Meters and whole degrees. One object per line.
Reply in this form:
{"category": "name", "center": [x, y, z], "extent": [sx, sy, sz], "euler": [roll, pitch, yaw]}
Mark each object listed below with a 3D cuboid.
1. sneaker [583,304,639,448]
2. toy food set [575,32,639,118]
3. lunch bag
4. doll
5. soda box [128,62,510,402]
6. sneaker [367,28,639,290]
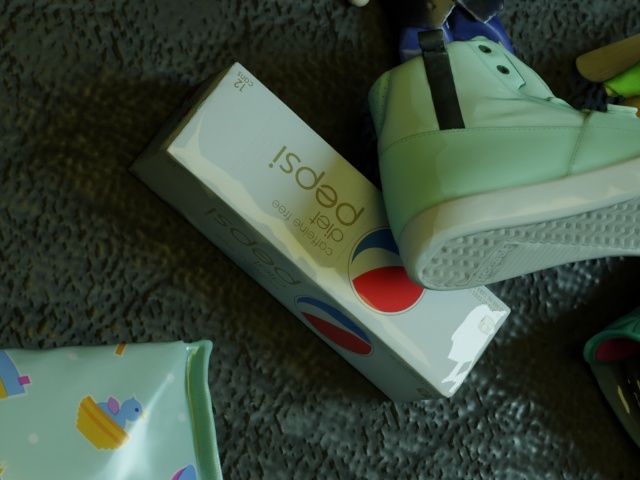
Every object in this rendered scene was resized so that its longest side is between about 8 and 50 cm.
{"category": "sneaker", "center": [0.242, 0.027, 1.091], "extent": [0.178, 0.124, 0.295], "euler": [-6, 87, -33]}
{"category": "toy food set", "center": [0.234, -0.069, 1.061], "extent": [0.132, 0.038, 0.192], "euler": [-22, 55, 3]}
{"category": "lunch bag", "center": [-0.158, 0.188, 0.878], "extent": [0.223, 0.160, 0.262], "euler": [-1, 79, -24]}
{"category": "doll", "center": [0.081, -0.149, 1.076], "extent": [0.129, 0.046, 0.189], "euler": [-13, 89, -12]}
{"category": "soda box", "center": [0.000, 0.000, 1.010], "extent": [0.216, 0.074, 0.069], "euler": [41, 70, -14]}
{"category": "sneaker", "center": [0.153, -0.067, 0.996], "extent": [0.256, 0.094, 0.151], "euler": [-8, 56, -12]}
